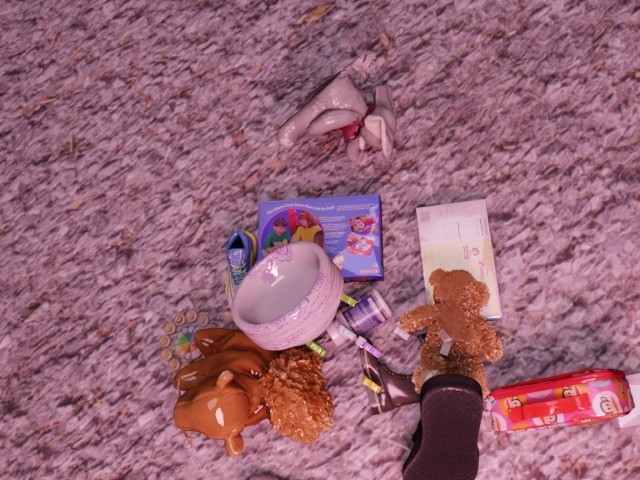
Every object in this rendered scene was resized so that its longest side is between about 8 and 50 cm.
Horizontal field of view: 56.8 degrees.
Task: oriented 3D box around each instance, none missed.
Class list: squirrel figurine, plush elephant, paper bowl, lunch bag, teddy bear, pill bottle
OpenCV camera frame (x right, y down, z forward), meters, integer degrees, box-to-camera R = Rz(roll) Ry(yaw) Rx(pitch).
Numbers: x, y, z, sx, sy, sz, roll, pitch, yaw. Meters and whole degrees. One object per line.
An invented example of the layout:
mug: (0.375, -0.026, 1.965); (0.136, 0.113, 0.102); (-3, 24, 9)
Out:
squirrel figurine: (-0.164, 0.363, 1.430); (0.397, 0.370, 0.280); (-2, 87, 2)
plush elephant: (0.096, -0.340, 1.665); (0.330, 0.271, 0.255); (-33, 109, 35)
paper bowl: (-0.071, 0.150, 1.489); (0.284, 0.148, 0.284); (-24, 37, 20)
lunch bag: (0.527, 0.364, 1.323); (0.293, 0.258, 0.120); (-21, 69, 32)
teddy bear: (0.314, 0.233, 1.416); (0.245, 0.113, 0.337); (-10, 54, 3)
pill bottle: (0.100, 0.207, 1.575); (0.169, 0.094, 0.094); (-33, 71, 1)

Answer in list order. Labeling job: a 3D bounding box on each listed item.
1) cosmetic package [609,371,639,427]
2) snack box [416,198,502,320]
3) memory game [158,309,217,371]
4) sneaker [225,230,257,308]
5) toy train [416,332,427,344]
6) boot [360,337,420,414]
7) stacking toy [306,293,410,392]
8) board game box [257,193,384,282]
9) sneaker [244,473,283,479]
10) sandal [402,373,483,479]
cosmetic package: (0.793, 0.362, 1.393); (0.231, 0.085, 0.117); (-12, 73, 7)
snack box: (0.365, 0.059, 1.577); (0.187, 0.060, 0.321); (-7, 74, 12)
memory game: (-0.378, 0.293, 1.697); (0.186, 0.012, 0.186); (-3, 74, 11)
sneaker: (-0.236, 0.081, 1.664); (0.091, 0.126, 0.240); (-3, 74, 11)
toy train: (0.329, 0.271, 1.546); (0.158, 0.027, 0.036); (9, 88, 14)
boot: (0.181, 0.341, 1.542); (0.137, 0.077, 0.197); (-12, 85, 3)
stacking toy: (0.096, 0.253, 1.495); (0.221, 0.052, 0.167); (32, 87, 11)
board game box: (0.000, 0.000, 1.661); (0.347, 0.078, 0.233); (-3, 75, 11)
sneaker: (-0.057, 0.689, 1.486); (0.305, 0.114, 0.152); (8, 91, 18)
sandal: (0.287, 0.442, 1.351); (0.168, 0.445, 0.107); (6, 38, 4)
